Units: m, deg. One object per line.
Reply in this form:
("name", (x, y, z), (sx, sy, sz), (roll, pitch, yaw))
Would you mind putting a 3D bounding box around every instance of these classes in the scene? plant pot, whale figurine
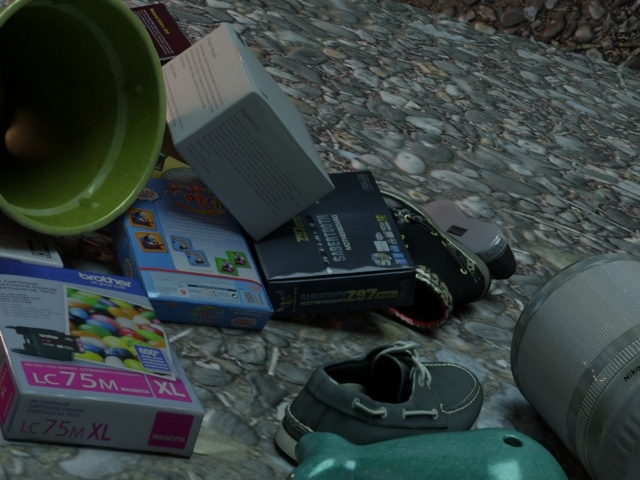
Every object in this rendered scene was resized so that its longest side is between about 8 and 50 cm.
("plant pot", (-0.360, -0.153, 1.807), (0.254, 0.276, 0.276), (8, 8, 43))
("whale figurine", (0.108, 0.228, 1.473), (0.272, 0.141, 0.216), (20, 21, 1))

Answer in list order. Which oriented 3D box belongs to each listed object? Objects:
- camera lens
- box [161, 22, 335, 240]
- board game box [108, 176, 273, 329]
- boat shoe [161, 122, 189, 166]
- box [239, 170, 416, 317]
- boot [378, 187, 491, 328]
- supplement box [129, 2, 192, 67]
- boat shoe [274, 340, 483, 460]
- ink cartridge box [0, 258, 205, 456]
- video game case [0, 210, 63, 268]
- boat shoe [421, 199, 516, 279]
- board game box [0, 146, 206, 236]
("camera lens", (0.355, 0.158, 1.760), (0.219, 0.219, 0.274), (9, 24, -27))
("box", (-0.094, -0.131, 1.898), (0.182, 0.119, 0.181), (50, 10, -35))
("board game box", (-0.158, 0.010, 1.837), (0.160, 0.039, 0.211), (8, 41, -30))
("boat shoe", (-0.239, -0.142, 2.139), (0.341, 0.121, 0.110), (16, -15, 12))
("box", (0.000, 0.000, 1.947), (0.183, 0.059, 0.232), (-5, 34, -11))
("boot", (0.098, 0.018, 2.042), (0.236, 0.085, 0.178), (34, 23, 10))
("supplement box", (-0.292, -0.229, 2.058), (0.239, 0.073, 0.130), (-14, 44, -21))
("boat shoe", (0.083, 0.162, 1.671), (0.116, 0.099, 0.319), (34, 25, 32))
("ink cartridge box", (-0.247, 0.099, 1.586), (0.186, 0.065, 0.311), (10, 22, -27))
("video game case", (-0.385, -0.013, 1.761), (0.173, 0.022, 0.190), (12, 16, -22))
("boat shoe", (0.201, 0.004, 2.203), (0.076, 0.080, 0.228), (53, -15, -25))
("board game box", (-0.261, -0.076, 1.984), (0.243, 0.042, 0.165), (27, 32, 16))
